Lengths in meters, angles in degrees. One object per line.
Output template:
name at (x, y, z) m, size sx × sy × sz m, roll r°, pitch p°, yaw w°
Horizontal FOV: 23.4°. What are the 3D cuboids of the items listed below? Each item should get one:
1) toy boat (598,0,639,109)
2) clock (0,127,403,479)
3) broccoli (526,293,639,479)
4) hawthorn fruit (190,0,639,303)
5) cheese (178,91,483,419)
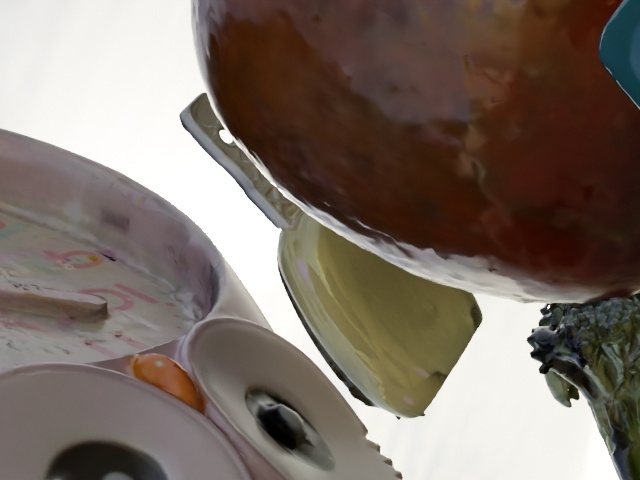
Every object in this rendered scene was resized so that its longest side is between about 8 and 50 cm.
toy boat at (0.157, -0.055, 0.359) m, size 0.175 × 0.110 × 0.091 m, roll -34°, pitch -13°, yaw -29°
clock at (-0.153, 0.117, 0.601) m, size 0.368 × 0.376 × 0.250 m, roll -11°, pitch -59°, yaw -52°
broccoli at (0.181, 0.113, 0.841) m, size 0.118 × 0.122 × 0.204 m, roll -19°, pitch -84°, yaw -69°
hawthorn fruit at (0.090, -0.091, 0.576) m, size 0.231 × 0.263 × 0.235 m, roll 86°, pitch -156°, yaw -83°
cheese at (0.000, 0.000, 1.031) m, size 0.054 × 0.251 × 0.127 m, roll -36°, pitch 11°, yaw 43°
